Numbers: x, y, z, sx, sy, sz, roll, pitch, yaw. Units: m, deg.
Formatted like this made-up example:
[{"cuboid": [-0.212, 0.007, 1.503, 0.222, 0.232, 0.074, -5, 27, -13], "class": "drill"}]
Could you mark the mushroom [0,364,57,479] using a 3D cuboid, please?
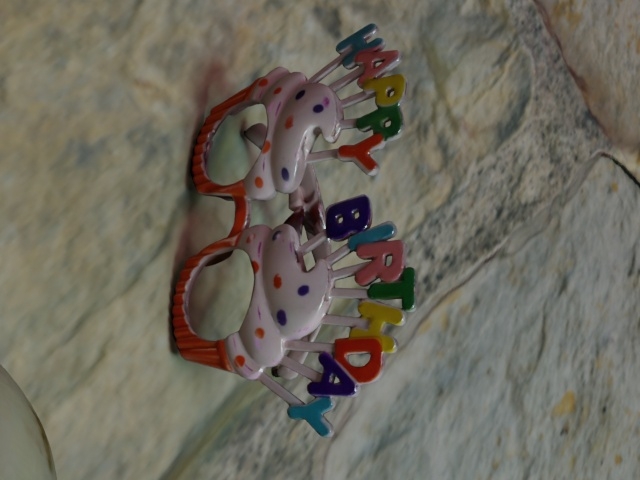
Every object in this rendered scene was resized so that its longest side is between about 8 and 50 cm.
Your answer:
[{"cuboid": [-0.210, 0.131, 0.476, 0.215, 0.207, 0.207, 0, 75, -13], "class": "mushroom"}]

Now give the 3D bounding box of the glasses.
[{"cuboid": [0.001, -0.003, 0.749, 0.095, 0.162, 0.255, 22, 63, -46], "class": "glasses"}]
